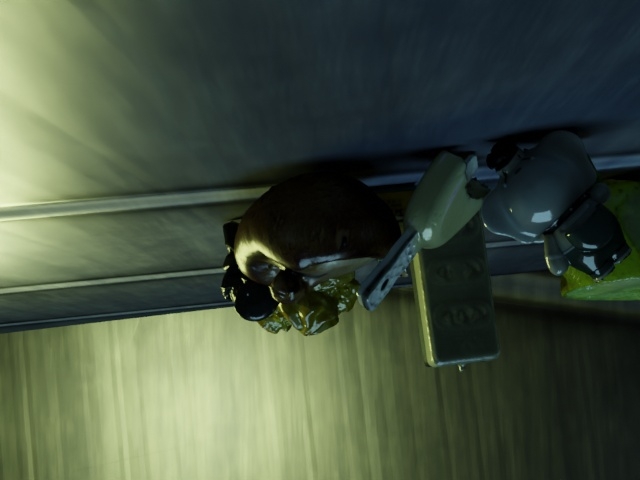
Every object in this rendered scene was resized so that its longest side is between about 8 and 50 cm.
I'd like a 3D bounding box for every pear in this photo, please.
[{"bbox_3d":[0.463,-0.007,1.815,0.281,0.176,0.286,-2,168,-15],"label":"pear"}]

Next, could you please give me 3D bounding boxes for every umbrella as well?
[{"bbox_3d":[-0.085,0.036,1.707,0.113,0.106,0.358,-2,-170,-1],"label":"umbrella"}]

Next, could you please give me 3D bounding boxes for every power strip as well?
[{"bbox_3d":[0.188,0.060,1.731,0.105,0.257,0.070,-6,173,-10],"label":"power strip"}]

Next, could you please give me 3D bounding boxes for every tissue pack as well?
[{"bbox_3d":[0.051,-0.023,1.648,0.169,0.082,0.120,-5,172,-6],"label":"tissue pack"}]

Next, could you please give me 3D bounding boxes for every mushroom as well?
[{"bbox_3d":[-0.005,-0.014,1.473,0.194,0.138,0.231,-25,-177,-31],"label":"mushroom"}]

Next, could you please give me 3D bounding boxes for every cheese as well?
[{"bbox_3d":[0.118,-0.013,1.405,0.049,0.235,0.127,32,162,25],"label":"cheese"}]

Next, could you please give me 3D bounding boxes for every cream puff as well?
[{"bbox_3d":[-0.034,0.068,1.971,0.221,0.195,0.194,-14,170,33],"label":"cream puff"}]

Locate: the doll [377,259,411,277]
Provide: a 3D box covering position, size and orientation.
[{"bbox_3d":[0.169,0.013,2.087,0.152,0.086,0.114,-17,148,12],"label":"doll"}]

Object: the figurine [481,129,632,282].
[{"bbox_3d":[0.265,-0.041,1.366,0.147,0.192,0.126,-44,-177,4],"label":"figurine"}]
